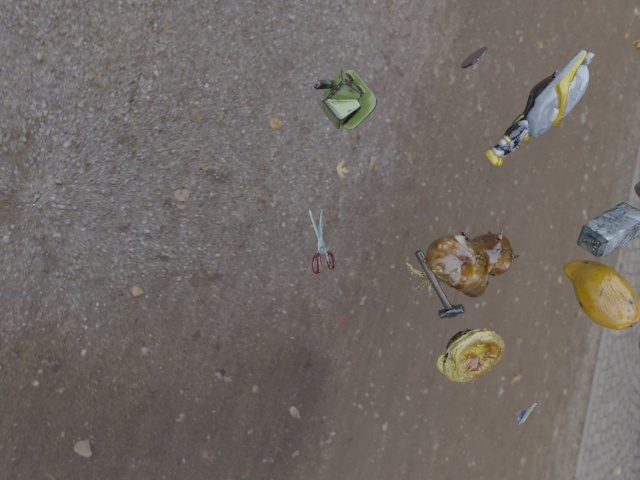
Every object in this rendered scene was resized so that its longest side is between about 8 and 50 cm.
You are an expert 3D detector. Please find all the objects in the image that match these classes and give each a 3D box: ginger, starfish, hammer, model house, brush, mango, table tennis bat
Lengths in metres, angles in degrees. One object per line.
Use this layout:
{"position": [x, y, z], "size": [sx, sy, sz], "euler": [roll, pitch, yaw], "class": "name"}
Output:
{"position": [0.476, 0.054, 1.264], "size": [0.419, 0.176, 0.254], "euler": [18, 109, -47], "class": "ginger"}
{"position": [0.511, 0.169, 1.897], "size": [0.236, 0.277, 0.062], "euler": [44, 47, -12], "class": "starfish"}
{"position": [0.515, 0.195, 1.777], "size": [0.365, 0.111, 0.043], "euler": [58, 30, -17], "class": "hammer"}
{"position": [0.077, -0.582, 1.680], "size": [0.218, 0.205, 0.279], "euler": [50, 32, 1], "class": "model house"}
{"position": [0.885, 0.738, 1.725], "size": [0.033, 0.030, 0.178], "euler": [-12, 132, -15], "class": "brush"}
{"position": [0.881, 0.157, 1.260], "size": [0.157, 0.262, 0.109], "euler": [-24, 142, 7], "class": "mango"}
{"position": [0.541, -0.707, 1.479], "size": [0.119, 0.108, 0.169], "euler": [45, 38, -20], "class": "table tennis bat"}

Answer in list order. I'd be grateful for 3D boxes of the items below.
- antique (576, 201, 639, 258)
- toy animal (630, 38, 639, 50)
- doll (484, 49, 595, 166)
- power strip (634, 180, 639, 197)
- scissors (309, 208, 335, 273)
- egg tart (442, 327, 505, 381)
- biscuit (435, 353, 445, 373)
{"position": [0.879, -0.029, 1.217], "size": [0.183, 0.086, 0.088], "euler": [-26, 135, -12], "class": "antique"}
{"position": [0.772, -0.491, 0.947], "size": [0.081, 0.083, 0.060], "euler": [45, 27, -6], "class": "toy animal"}
{"position": [0.542, -0.320, 0.994], "size": [0.146, 0.103, 0.316], "euler": [16, 127, -38], "class": "doll"}
{"position": [0.829, -0.105, 0.935], "size": [0.154, 0.154, 0.078], "euler": [32, 109, -33], "class": "power strip"}
{"position": [0.000, 0.000, 1.563], "size": [0.144, 0.017, 0.247], "euler": [-12, 94, -54], "class": "scissors"}
{"position": [0.523, 0.391, 1.403], "size": [0.241, 0.106, 0.240], "euler": [-8, 121, -14], "class": "egg tart"}
{"position": [0.532, 0.525, 1.704], "size": [0.084, 0.023, 0.083], "euler": [1, 71, -4], "class": "biscuit"}
